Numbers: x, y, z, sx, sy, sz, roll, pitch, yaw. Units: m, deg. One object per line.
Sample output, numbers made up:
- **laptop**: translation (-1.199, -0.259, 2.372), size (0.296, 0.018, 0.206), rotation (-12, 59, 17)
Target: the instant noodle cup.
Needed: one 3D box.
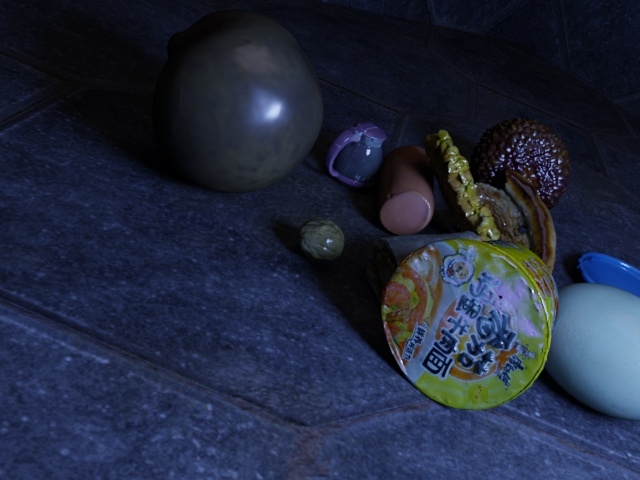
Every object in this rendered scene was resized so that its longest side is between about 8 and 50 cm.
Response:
- **instant noodle cup**: translation (0.256, 0.112, 1.141), size (0.264, 0.264, 0.200), rotation (36, 24, 22)

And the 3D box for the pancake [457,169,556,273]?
- **pancake**: translation (0.440, -0.048, 1.609), size (0.257, 0.056, 0.212), rotation (35, 67, 15)

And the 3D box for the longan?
- **longan**: translation (-0.155, -0.258, 1.342), size (0.361, 0.360, 0.361), rotation (17, 30, -10)

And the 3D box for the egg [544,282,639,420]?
- **egg**: translation (0.488, 0.185, 1.215), size (0.283, 0.202, 0.203), rotation (31, 30, 27)

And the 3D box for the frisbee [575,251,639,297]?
- **frisbee**: translation (0.684, 0.112, 1.629), size (0.242, 0.045, 0.242), rotation (17, 31, -10)

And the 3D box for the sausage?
- **sausage**: translation (0.190, -0.121, 1.585), size (0.121, 0.121, 0.304), rotation (21, 29, -4)

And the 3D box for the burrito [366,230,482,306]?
- **burrito**: translation (0.192, 0.047, 1.335), size (0.299, 0.105, 0.143), rotation (-8, 46, -45)

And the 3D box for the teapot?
- **teapot**: translation (0.076, -0.199, 1.607), size (0.148, 0.146, 0.116), rotation (12, 32, -19)

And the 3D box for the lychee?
- **lychee**: translation (0.489, -0.183, 1.792), size (0.272, 0.271, 0.271), rotation (17, 30, -10)

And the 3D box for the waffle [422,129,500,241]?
- **waffle**: translation (0.285, -0.109, 1.484), size (0.056, 0.253, 0.249), rotation (-25, 30, 0)

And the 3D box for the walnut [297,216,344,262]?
- **walnut**: translation (0.000, 0.000, 1.302), size (0.092, 0.092, 0.092), rotation (17, 30, -10)
